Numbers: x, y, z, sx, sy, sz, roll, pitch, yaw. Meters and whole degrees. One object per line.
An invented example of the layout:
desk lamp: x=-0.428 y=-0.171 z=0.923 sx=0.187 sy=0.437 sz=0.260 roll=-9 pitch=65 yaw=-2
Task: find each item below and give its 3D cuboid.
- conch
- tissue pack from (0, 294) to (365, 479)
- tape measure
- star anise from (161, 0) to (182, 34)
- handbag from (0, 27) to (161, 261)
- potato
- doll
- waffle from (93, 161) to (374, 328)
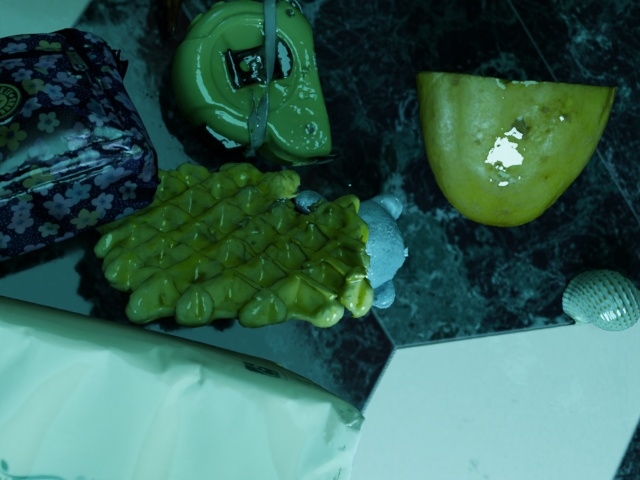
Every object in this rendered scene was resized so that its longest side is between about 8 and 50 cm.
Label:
conch: x=0.315 y=0.064 z=1.091 sx=0.085 sy=0.056 sz=0.076 roll=-13 pitch=76 yaw=-19
tissue pack: x=-0.194 y=0.164 z=0.789 sx=0.380 sy=0.297 sz=0.207 roll=16 pitch=83 yaw=-18
tape measure: x=-0.068 y=-0.159 z=0.971 sx=0.154 sy=0.087 sz=0.178 roll=-8 pitch=85 yaw=-18
star anise: x=-0.107 y=-0.321 z=0.992 sx=0.157 sy=0.053 sz=0.213 roll=-13 pitch=87 yaw=-17
handbag: x=-0.259 y=-0.090 z=0.848 sx=0.228 sy=0.127 sz=0.208 roll=-23 pitch=52 yaw=-11
potato: x=0.193 y=-0.092 z=1.017 sx=0.203 sy=0.178 sz=0.158 roll=-5 pitch=103 yaw=-32
doll: x=0.002 y=-0.001 z=0.983 sx=0.179 sy=0.075 sz=0.120 roll=9 pitch=79 yaw=-17
waffle: x=-0.080 y=-0.003 z=0.887 sx=0.249 sy=0.261 sz=0.056 roll=1 pitch=125 yaw=-9
